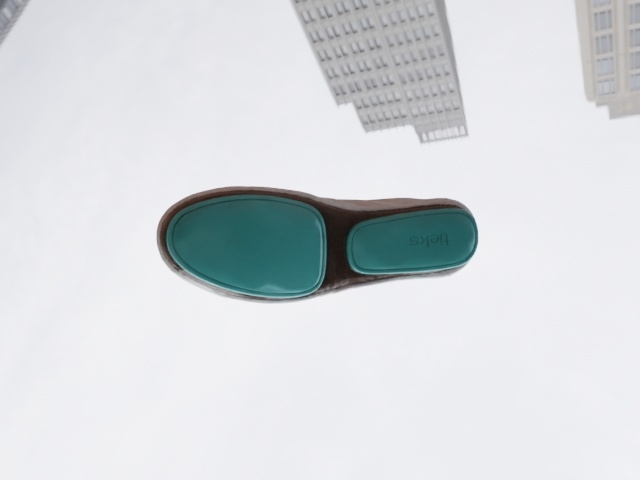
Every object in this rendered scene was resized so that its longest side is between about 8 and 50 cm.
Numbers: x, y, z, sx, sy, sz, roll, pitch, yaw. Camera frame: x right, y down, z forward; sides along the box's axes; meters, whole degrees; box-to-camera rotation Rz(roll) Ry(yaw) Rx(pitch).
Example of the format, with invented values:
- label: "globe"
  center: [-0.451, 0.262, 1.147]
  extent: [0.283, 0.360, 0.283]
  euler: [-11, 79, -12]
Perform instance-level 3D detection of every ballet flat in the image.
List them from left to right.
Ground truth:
- label: "ballet flat"
  center: [0.000, 0.000, 0.749]
  extent: [0.399, 0.139, 0.139]
  euler: [-2, -140, -18]
